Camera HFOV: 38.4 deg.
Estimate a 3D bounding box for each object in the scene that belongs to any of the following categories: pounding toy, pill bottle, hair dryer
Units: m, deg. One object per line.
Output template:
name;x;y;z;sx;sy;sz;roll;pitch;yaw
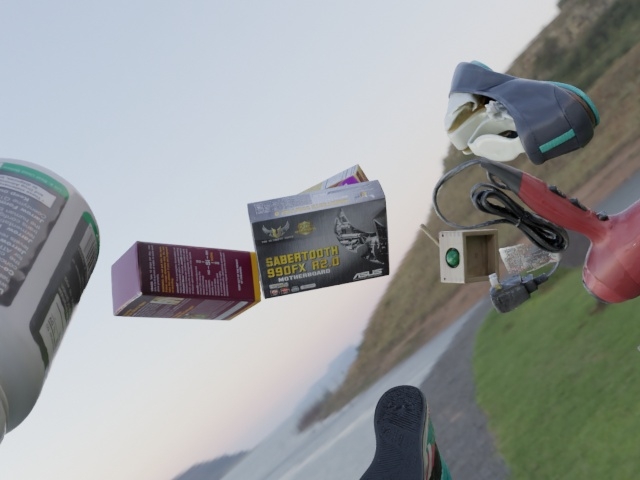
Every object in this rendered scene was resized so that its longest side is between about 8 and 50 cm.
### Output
pounding toy;0.300;0.024;1.981;0.141;0.130;0.100;-4;2;-37
pill bottle;-0.370;0.081;0.958;0.204;0.204;0.361;-44;21;26
hair dryer;0.291;-0.012;1.015;0.294;0.223;0.080;-17;39;21

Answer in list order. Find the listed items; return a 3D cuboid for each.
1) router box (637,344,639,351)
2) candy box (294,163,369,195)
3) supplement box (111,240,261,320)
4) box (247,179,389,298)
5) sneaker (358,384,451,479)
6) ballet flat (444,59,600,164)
router box;0.622;0.208;1.507;0.046;0.178;0.133;-15;-32;-28
candy box;0.023;-0.065;1.860;0.187;0.109;0.053;-25;24;22
supplement box;-0.194;0.061;1.320;0.188;0.080;0.104;6;-25;-33
box;0.000;0.000;1.581;0.231;0.056;0.183;-10;-48;-5
sneaker;0.123;0.387;1.398;0.124;0.178;0.295;-4;39;22
ballet flat;0.135;-0.097;0.714;0.074;0.074;0.203;-41;22;-2
